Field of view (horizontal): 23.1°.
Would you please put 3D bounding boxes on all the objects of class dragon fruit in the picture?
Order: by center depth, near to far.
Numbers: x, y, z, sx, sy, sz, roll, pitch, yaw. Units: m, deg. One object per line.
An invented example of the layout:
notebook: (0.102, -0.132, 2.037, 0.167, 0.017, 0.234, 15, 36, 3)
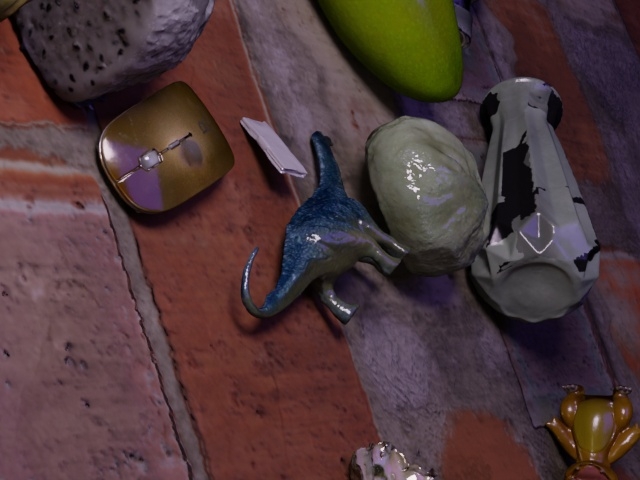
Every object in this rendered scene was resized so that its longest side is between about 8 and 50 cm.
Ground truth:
dragon fruit: (-0.176, -0.288, 1.408, 0.221, 0.204, 0.283, -24, 89, -62)

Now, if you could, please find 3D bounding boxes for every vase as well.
vase: (0.267, -0.061, 2.010, 0.165, 0.165, 0.360, 45, 30, -31)

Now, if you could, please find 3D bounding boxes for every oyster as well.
oyster: (0.078, 0.284, 1.512, 0.133, 0.072, 0.209, 18, 32, -45)

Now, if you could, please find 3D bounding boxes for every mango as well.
mango: (0.074, -0.319, 1.891, 0.192, 0.156, 0.343, -40, 106, -52)

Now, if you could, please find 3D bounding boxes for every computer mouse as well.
computer mouse: (-0.139, -0.090, 1.471, 0.102, 0.045, 0.199, 58, 29, -5)

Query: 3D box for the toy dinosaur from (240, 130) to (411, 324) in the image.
toy dinosaur: (0.010, 0.005, 1.613, 0.147, 0.076, 0.363, 37, 33, -7)

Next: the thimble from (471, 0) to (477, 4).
thimble: (0.205, -0.387, 2.252, 0.084, 0.062, 0.110, 45, 34, -31)

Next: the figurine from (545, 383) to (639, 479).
figurine: (0.337, 0.270, 1.928, 0.122, 0.121, 0.176, 71, 28, -54)

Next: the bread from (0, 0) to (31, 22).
bread: (-0.317, -0.298, 1.268, 0.152, 0.130, 0.267, -22, 86, -25)

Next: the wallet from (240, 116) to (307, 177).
wallet: (-0.048, -0.097, 1.628, 0.044, 0.011, 0.083, 8, 38, -54)

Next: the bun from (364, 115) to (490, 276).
bun: (0.124, -0.056, 1.756, 0.195, 0.118, 0.195, -21, 90, -78)

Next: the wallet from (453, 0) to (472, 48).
wallet: (0.146, -0.376, 2.102, 0.170, 0.069, 0.231, 29, 48, -22)
